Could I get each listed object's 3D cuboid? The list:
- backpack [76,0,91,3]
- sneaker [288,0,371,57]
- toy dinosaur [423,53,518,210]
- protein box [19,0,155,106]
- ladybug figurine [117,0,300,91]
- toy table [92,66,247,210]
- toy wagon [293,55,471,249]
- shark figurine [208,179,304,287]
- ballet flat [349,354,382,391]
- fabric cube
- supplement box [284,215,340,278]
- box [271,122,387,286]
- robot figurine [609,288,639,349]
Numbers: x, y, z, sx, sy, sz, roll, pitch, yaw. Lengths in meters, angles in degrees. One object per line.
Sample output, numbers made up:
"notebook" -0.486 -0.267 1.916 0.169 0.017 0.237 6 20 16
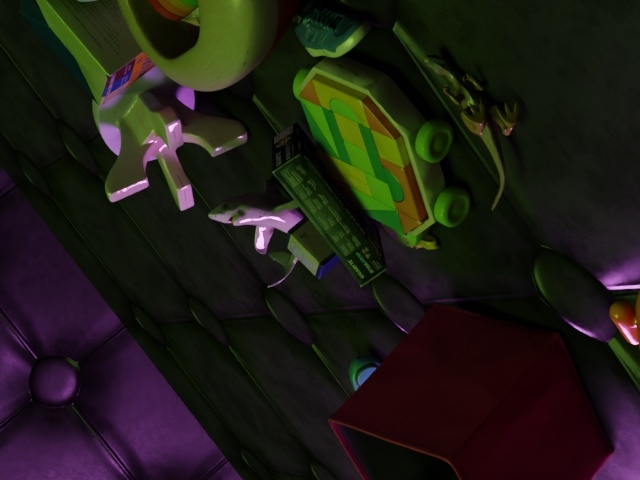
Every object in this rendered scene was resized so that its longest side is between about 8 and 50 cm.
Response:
"backpack" -0.305 -0.428 1.913 0.152 0.182 0.115 51 160 -1
"sneaker" 0.002 -0.285 1.715 0.084 0.058 0.152 48 167 -20
"toy dinosaur" 0.198 -0.139 1.592 0.211 0.064 0.112 63 175 -7
"protein box" -0.316 -0.355 2.028 0.200 0.201 0.136 50 159 1
"ladybug figurine" -0.138 -0.353 1.695 0.449 0.162 0.305 0 112 66
"toy table" -0.268 -0.179 2.210 0.161 0.252 0.274 57 176 28
"toy wagon" 0.089 -0.100 1.838 0.267 0.068 0.344 30 151 42
"shark figurine" -0.072 -0.041 2.261 0.278 0.166 0.116 51 -167 -57
"ballet flat" 0.127 0.304 2.448 0.247 0.083 0.087 60 -179 -24
"fabric cube" 0.221 0.284 1.914 0.259 0.258 0.254 11 138 49
"supplement box" 0.000 0.000 2.158 0.083 0.083 0.056 45 158 12
"box" 0.012 -0.056 1.956 0.220 0.051 0.175 52 -169 -18
"robot figurine" 0.412 0.107 1.460 0.158 0.128 0.219 53 167 46
